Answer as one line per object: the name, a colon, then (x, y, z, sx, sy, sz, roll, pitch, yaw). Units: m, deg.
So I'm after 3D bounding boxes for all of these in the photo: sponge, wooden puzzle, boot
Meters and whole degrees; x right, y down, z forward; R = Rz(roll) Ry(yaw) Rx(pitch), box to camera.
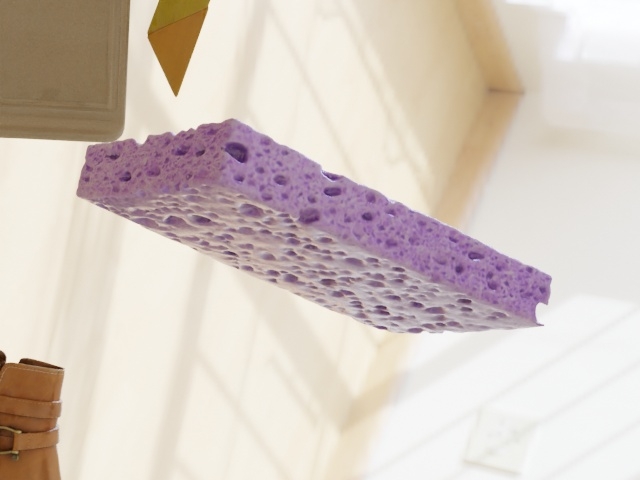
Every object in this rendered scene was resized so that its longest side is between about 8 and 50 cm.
sponge: (0.000, 0.000, 0.725, 0.210, 0.117, 0.031, 24, 71, -36)
wooden puzzle: (-0.094, -0.069, 0.479, 0.014, 0.116, 0.078, -123, -137, -75)
boot: (-0.214, 0.168, 1.128, 0.073, 0.197, 0.152, -159, -91, -84)
